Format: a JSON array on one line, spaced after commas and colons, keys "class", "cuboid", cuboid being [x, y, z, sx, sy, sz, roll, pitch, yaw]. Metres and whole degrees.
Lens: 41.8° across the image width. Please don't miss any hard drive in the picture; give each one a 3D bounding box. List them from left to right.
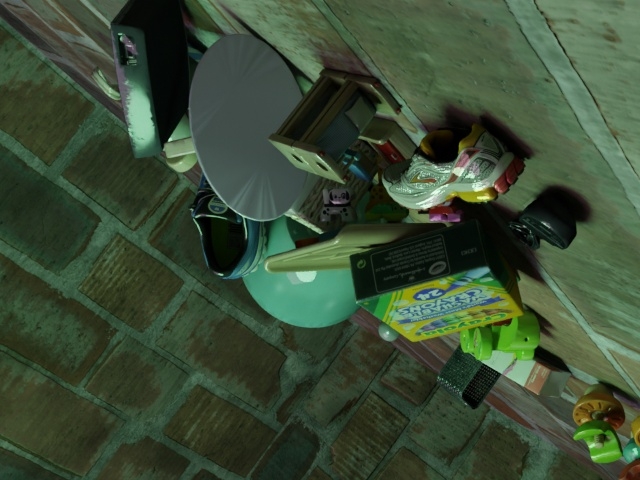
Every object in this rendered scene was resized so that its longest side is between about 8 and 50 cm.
[{"class": "hard drive", "cuboid": [-0.261, -0.269, 1.324, 0.054, 0.172, 0.254, 12, 138, 9]}]

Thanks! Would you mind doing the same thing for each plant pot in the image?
[{"class": "plant pot", "cuboid": [0.000, 0.000, 1.620, 0.293, 0.293, 0.235, 37, 158, 2]}]

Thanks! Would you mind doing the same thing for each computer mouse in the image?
[{"class": "computer mouse", "cuboid": [0.289, -0.021, 1.092, 0.071, 0.041, 0.242, 37, 179, 5]}]

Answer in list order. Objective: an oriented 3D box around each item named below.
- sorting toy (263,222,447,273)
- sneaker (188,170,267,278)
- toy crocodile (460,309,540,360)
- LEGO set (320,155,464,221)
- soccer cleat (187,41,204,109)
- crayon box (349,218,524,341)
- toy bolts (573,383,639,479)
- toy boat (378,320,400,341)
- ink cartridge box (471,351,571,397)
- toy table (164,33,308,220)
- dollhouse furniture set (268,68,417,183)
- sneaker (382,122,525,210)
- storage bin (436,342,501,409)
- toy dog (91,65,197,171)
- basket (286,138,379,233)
[{"class": "sorting toy", "cuboid": [0.091, 0.004, 1.343, 0.307, 0.041, 0.229, -2, 167, -35]}, {"class": "sneaker", "cuboid": [-0.151, -0.088, 1.447, 0.130, 0.329, 0.147, 1, -170, 9]}, {"class": "toy crocodile", "cuboid": [0.366, 0.189, 1.747, 0.115, 0.105, 0.340, 2, 178, -2]}, {"class": "LEGO set", "cuboid": [0.114, -0.082, 1.276, 0.227, 0.093, 0.087, 0, -167, 28]}, {"class": "soccer cleat", "cuboid": [-0.216, -0.290, 1.532, 0.331, 0.116, 0.143, 38, -165, -23]}, {"class": "crayon box", "cuboid": [0.201, 0.081, 1.344, 0.323, 0.203, 0.083, 37, -140, -60]}, {"class": "toy bolts", "cuboid": [0.651, 0.385, 1.707, 0.218, 0.158, 0.228, -24, 117, 34]}, {"class": "toy boat", "cuboid": [0.198, 0.181, 2.258, 0.267, 0.148, 0.318, 34, 172, 20]}, {"class": "ink cartridge box", "cuboid": [0.450, 0.277, 1.902, 0.198, 0.067, 0.115, 29, -172, 40]}, {"class": "toy table", "cuboid": [-0.115, -0.171, 1.309, 0.252, 0.274, 0.161, -2, -175, -12]}, {"class": "dollhouse furniture set", "cuboid": [0.055, -0.122, 1.154, 0.184, 0.129, 0.129, 43, 170, -35]}, {"class": "sneaker", "cuboid": [0.150, -0.100, 1.041, 0.092, 0.088, 0.225, 47, 154, -20]}, {"class": "storage bin", "cuboid": [0.387, 0.315, 2.095, 0.084, 0.180, 0.122, 32, 171, 40]}, {"class": "toy dog", "cuboid": [-0.371, -0.318, 1.986, 0.333, 0.161, 0.220, 50, -179, 25]}, {"class": "basket", "cuboid": [0.016, -0.096, 1.376, 0.103, 0.167, 0.113, 32, 174, -13]}]
